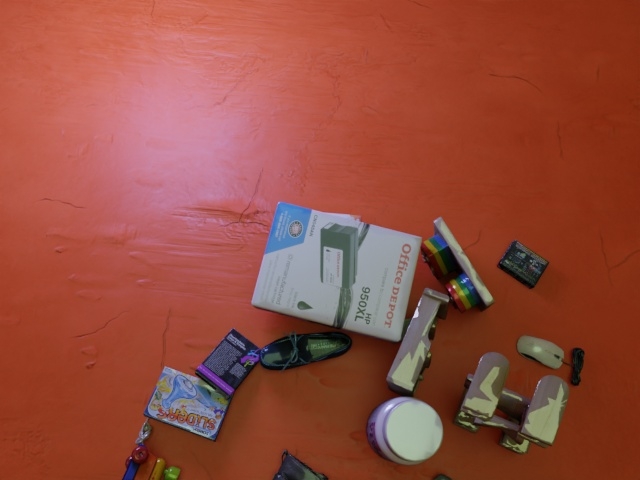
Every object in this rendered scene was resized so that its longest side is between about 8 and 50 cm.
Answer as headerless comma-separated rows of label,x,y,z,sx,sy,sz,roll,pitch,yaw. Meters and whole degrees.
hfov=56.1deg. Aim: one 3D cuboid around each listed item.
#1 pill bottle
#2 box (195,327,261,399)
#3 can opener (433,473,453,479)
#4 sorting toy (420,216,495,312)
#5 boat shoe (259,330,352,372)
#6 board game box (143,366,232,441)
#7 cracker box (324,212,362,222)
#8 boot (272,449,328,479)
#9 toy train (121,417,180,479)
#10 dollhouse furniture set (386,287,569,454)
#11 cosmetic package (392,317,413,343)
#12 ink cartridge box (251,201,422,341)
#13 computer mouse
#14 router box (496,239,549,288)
pill bottle,0.206,0.472,1.493,0.160,0.283,0.160,1,72,-2
box,-0.244,0.332,1.629,0.116,0.029,0.162,36,60,8
can opener,0.383,0.728,1.529,0.095,0.076,0.283,-40,79,-13
sorting toy,0.360,0.088,1.648,0.089,0.255,0.257,-31,76,5
boat shoe,-0.041,0.284,1.633,0.258,0.089,0.109,-15,74,-13
board game box,-0.348,0.434,1.597,0.201,0.035,0.136,18,62,3
cracker box,0.000,0.000,1.746,0.232,0.067,0.156,4,74,-1
boot,-0.053,0.692,1.512,0.263,0.091,0.229,39,75,11
toy train,-0.422,0.576,1.539,0.143,0.105,0.248,27,49,-11
dollhouse furniture set,0.399,0.327,1.510,0.394,0.362,0.257,21,72,17
cosmetic package,0.253,0.250,1.693,0.115,0.041,0.060,-9,73,-6
ink cartridge box,0.045,0.088,1.608,0.394,0.166,0.286,14,82,0
computer mouse,0.648,0.324,1.688,0.193,0.042,0.106,22,74,4
router box,0.596,0.070,1.768,0.122,0.038,0.092,36,75,8
